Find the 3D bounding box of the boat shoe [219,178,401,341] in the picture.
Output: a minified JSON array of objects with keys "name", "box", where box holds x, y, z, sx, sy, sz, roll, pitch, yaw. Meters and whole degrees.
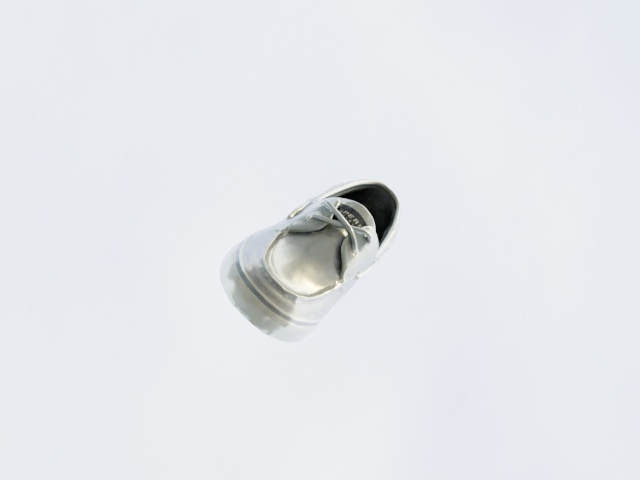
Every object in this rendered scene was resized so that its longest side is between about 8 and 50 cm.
[{"name":"boat shoe","box":[0.001,0.001,1.069,0.079,0.227,0.081,44,-67,3]}]
